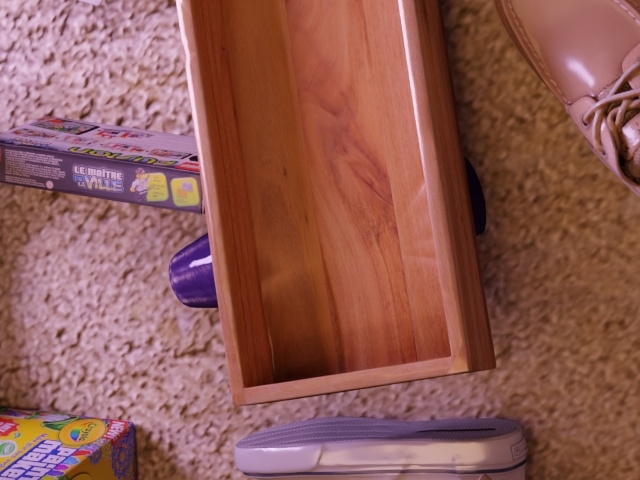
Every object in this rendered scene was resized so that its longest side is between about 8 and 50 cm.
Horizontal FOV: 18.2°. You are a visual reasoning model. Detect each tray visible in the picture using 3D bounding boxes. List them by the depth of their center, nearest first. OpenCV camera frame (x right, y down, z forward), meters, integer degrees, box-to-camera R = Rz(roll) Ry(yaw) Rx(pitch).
[{"bbox_3d":[0.006,-0.086,1.588,0.203,0.076,0.410,-10,85,23],"label":"tray"}]

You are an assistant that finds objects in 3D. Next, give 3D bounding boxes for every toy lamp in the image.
[{"bbox_3d":[0.000,0.000,1.668,0.275,0.080,0.080,-16,98,25],"label":"toy lamp"}]

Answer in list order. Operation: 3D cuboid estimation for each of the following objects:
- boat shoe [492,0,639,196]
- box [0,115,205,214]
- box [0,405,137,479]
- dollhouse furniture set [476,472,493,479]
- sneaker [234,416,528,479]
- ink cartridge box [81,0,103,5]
[{"bbox_3d":[0.260,-0.099,1.520,0.341,0.110,0.121,44,115,5],"label":"boat shoe"},{"bbox_3d":[-0.170,-0.066,1.696,0.207,0.114,0.036,9,108,19],"label":"box"},{"bbox_3d":[-0.346,0.273,1.760,0.279,0.290,0.177,5,106,20],"label":"box"},{"bbox_3d":[0.104,0.345,1.645,0.259,0.135,0.262,43,138,-13],"label":"dollhouse furniture set"},{"bbox_3d":[0.049,0.203,1.695,0.258,0.094,0.091,-1,101,22],"label":"sneaker"},{"bbox_3d":[-0.244,-0.272,1.697,0.180,0.060,0.104,18,110,16],"label":"ink cartridge box"}]
